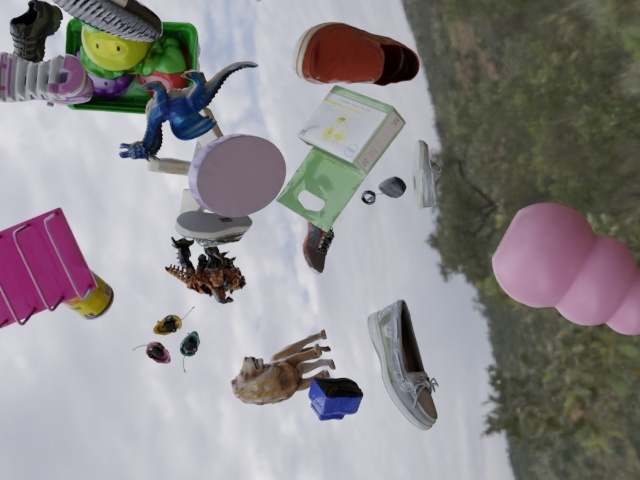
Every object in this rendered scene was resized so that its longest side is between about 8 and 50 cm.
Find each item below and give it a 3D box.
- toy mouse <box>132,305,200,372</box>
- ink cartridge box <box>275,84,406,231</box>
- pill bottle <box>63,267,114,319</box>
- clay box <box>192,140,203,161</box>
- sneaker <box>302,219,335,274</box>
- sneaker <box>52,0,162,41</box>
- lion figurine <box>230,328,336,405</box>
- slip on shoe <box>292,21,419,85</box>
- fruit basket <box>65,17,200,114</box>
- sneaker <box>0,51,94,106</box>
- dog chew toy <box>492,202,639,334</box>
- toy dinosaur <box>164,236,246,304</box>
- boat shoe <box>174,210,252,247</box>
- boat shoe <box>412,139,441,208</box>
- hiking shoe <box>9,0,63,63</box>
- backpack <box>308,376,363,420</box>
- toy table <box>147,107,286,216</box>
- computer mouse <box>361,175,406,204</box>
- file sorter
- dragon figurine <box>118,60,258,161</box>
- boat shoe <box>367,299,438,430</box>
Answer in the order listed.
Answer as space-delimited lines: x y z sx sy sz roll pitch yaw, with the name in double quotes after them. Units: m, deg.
-0.320 0.225 1.697 0.031 0.161 0.143 -125 12 -62 "toy mouse"
0.020 -0.149 1.376 0.171 0.235 0.056 33 174 47 "ink cartridge box"
-0.651 0.118 2.075 0.215 0.117 0.117 56 -156 -51 "pill bottle"
-0.253 -0.219 2.240 0.053 0.222 0.127 -66 -4 -61 "clay box"
0.000 0.000 1.799 0.061 0.065 0.157 24 -124 -47 "sneaker"
-0.352 -0.412 1.114 0.330 0.122 0.146 30 -108 -34 "sneaker"
-0.092 0.350 2.125 0.392 0.240 0.142 25 -136 -81 "lion figurine"
0.076 -0.360 1.549 0.331 0.101 0.123 -7 -65 -45 "slip on shoe"
-0.504 -0.473 2.037 0.392 0.392 0.282 -24 -62 -76 "fruit basket"
-0.529 -0.293 1.470 0.104 0.236 0.095 25 -110 -76 "sneaker"
0.502 0.068 1.496 0.206 0.332 0.206 -58 -10 -16 "dog chew toy"
-0.313 0.074 2.183 0.322 0.164 0.218 55 -165 -77 "toy dinosaur"
-0.236 -0.017 1.704 0.078 0.070 0.219 44 -154 26 "boat shoe"
0.322 -0.201 2.357 0.079 0.081 0.227 -104 7 -57 "boat shoe"
-0.742 -0.502 1.953 0.226 0.086 0.114 -63 -29 4 "hiking shoe"
0.039 0.394 1.956 0.098 0.120 0.101 51 133 50 "backpack"
-0.221 -0.150 1.679 0.274 0.161 0.252 11 -84 -57 "toy table"
0.200 -0.159 2.497 0.071 0.242 0.041 35 -113 -19 "computer mouse"
-0.666 0.082 1.679 0.182 0.291 0.202 -142 29 -79 "file sorter"
-0.243 -0.236 1.449 0.085 0.289 0.144 -132 24 -71 "dragon figurine"
0.211 0.297 1.885 0.118 0.103 0.320 23 -140 -47 "boat shoe"
